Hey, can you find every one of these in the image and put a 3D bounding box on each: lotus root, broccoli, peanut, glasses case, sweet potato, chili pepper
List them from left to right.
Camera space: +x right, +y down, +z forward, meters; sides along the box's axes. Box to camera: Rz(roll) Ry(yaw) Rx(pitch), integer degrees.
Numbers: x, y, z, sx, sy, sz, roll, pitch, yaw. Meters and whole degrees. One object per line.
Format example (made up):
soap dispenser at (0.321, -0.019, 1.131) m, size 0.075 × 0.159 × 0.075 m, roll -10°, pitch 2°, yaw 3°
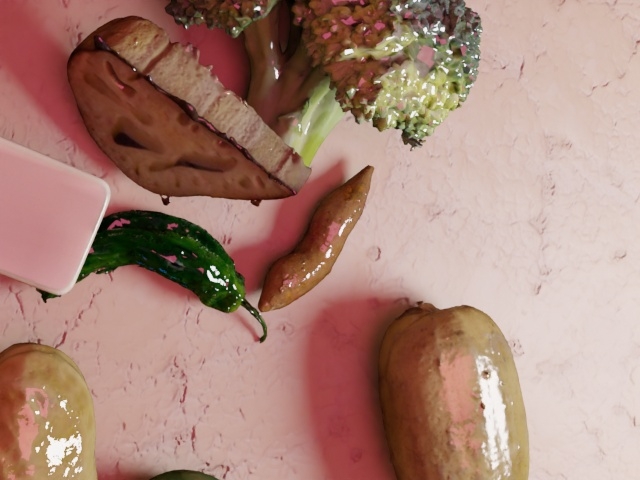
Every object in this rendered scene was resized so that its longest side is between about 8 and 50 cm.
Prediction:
glasses case at (-0.378, -0.058, 1.253) m, size 0.312 × 0.070 × 0.131 m, roll 23°, pitch 84°, yaw -14°
peanut at (-0.305, 0.263, 1.307) m, size 0.147 × 0.147 × 0.319 m, roll -8°, pitch 103°, yaw -21°
chili pepper at (-0.167, 0.036, 1.376) m, size 0.278 × 0.065 × 0.122 m, roll 15°, pitch 103°, yaw -20°
lotus root at (-0.154, -0.119, 1.312) m, size 0.260 × 0.170 × 0.074 m, roll 44°, pitch 45°, yaw -15°
sweet potato at (0.001, 0.002, 1.444) m, size 0.218 × 0.051 × 0.065 m, roll -52°, pitch 142°, yaw -16°
broccoli at (0.010, -0.209, 1.324) m, size 0.375 × 0.249 × 0.302 m, roll 20°, pitch 84°, yaw -28°
lotus root at (0.165, 0.238, 1.479) m, size 0.169 × 0.151 × 0.343 m, roll -14°, pitch 97°, yaw -20°

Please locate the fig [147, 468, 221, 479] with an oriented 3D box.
fig at (-0.145, 0.338, 1.357) m, size 0.181 × 0.191 × 0.181 m, roll 2°, pitch 62°, yaw -4°
